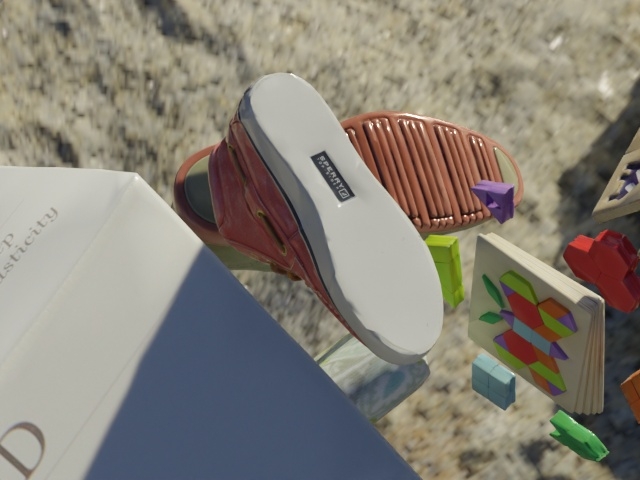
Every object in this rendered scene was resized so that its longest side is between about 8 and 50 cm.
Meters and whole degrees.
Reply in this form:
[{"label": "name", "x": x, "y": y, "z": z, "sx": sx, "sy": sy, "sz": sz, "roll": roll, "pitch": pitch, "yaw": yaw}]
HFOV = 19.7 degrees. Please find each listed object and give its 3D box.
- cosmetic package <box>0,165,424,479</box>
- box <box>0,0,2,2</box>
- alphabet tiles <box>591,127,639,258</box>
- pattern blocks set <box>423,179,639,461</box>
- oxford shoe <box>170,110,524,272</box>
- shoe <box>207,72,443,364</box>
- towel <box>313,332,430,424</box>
[{"label": "cosmetic package", "x": -0.045, "y": 0.173, "z": 0.624, "sx": 0.385, "sy": 0.156, "sz": 0.217, "roll": 48, "pitch": 65, "yaw": -33}, {"label": "box", "x": -0.414, "y": -0.302, "z": 1.676, "sx": 0.063, "sy": 0.324, "sz": 0.067, "roll": -52, "pitch": 46, "yaw": 11}, {"label": "alphabet tiles", "x": 0.297, "y": -0.109, "z": 0.943, "sx": 0.011, "sy": 0.342, "sz": 0.285, "roll": 50, "pitch": 48, "yaw": -17}, {"label": "pattern blocks set", "x": 0.202, "y": 0.079, "z": 1.720, "sx": 0.285, "sy": 0.325, "sz": 0.026, "roll": 27, "pitch": 56, "yaw": 38}, {"label": "oxford shoe", "x": 0.022, "y": -0.043, "z": 1.979, "sx": 0.397, "sy": 0.146, "sz": 0.140, "roll": -3, "pitch": 63, "yaw": -18}, {"label": "shoe", "x": 0.000, "y": 0.000, "z": 1.012, "sx": 0.063, "sy": 0.081, "sz": 0.178, "roll": -21, "pitch": 73, "yaw": -33}, {"label": "towel", "x": -0.036, "y": 0.192, "z": 1.881, "sx": 0.320, "sy": 0.374, "sz": 0.090, "roll": -38, "pitch": 88, "yaw": 1}]
